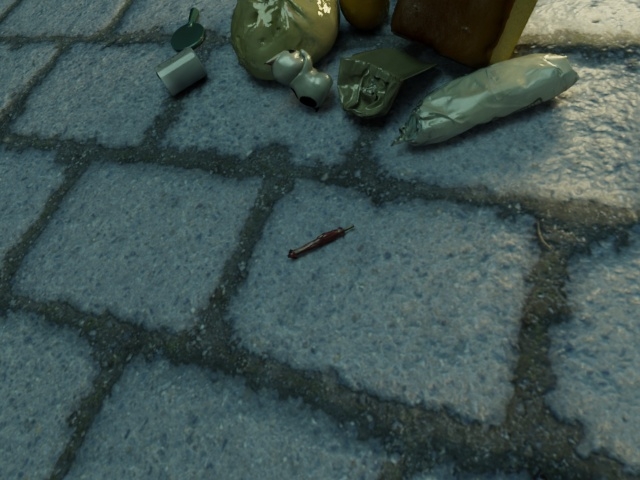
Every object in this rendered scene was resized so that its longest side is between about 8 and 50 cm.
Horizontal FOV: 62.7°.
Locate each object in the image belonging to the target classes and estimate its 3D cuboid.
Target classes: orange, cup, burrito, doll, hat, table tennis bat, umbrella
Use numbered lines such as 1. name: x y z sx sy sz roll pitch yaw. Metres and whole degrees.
1. orange: 0.130 -0.687 1.505 0.156 0.134 0.157 4 72 -13
2. cup: -0.438 -0.530 1.621 0.133 0.099 0.136 -33 55 -3
3. burrito: 0.361 -0.326 1.225 0.445 0.101 0.139 -21 59 5
4. doll: -0.049 -0.435 1.390 0.107 0.180 0.110 -47 9 11
5. hat: 0.172 -0.403 1.362 0.244 0.149 0.214 -13 38 -35
6. table tennis bat: -0.444 -0.717 1.784 0.124 0.033 0.201 -4 60 14
7. umbrella: 0.000 0.000 1.182 0.165 0.027 0.025 -26 80 -2

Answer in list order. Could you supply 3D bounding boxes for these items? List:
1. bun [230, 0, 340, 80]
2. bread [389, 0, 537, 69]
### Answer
1. bun: -0.106 -0.636 1.504 0.326 0.234 0.362 15 71 20
2. bread: 0.365 -0.619 1.282 0.323 0.143 0.333 39 121 34
